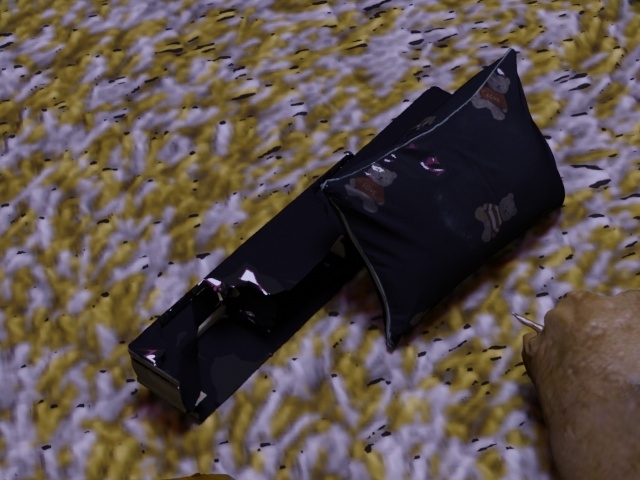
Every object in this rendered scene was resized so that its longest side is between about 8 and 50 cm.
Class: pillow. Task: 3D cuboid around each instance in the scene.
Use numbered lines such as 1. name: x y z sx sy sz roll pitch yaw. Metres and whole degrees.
1. pillow: 0.068 -0.024 0.774 0.150 0.048 0.090 -37 99 -32

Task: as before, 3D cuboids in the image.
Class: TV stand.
1. TV stand: 0.000 0.000 0.779 0.036 0.042 0.249 28 52 26

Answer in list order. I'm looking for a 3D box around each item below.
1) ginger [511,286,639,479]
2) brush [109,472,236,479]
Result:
1. ginger: 0.219 0.164 0.610 0.375 0.166 0.236 14 81 43
2. brush: -0.119 0.119 0.541 0.085 0.020 0.336 44 20 30
